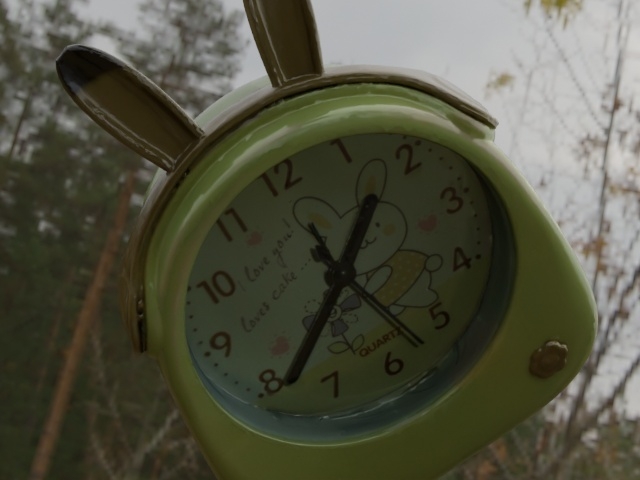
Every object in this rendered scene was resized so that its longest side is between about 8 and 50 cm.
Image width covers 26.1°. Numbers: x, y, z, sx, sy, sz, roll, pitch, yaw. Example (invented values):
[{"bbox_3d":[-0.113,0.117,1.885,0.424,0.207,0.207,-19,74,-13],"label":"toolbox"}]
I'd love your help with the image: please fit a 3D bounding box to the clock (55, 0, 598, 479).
[{"bbox_3d":[0.000,0.000,0.540,0.232,0.170,0.069,59,-2,-32],"label":"clock"}]
